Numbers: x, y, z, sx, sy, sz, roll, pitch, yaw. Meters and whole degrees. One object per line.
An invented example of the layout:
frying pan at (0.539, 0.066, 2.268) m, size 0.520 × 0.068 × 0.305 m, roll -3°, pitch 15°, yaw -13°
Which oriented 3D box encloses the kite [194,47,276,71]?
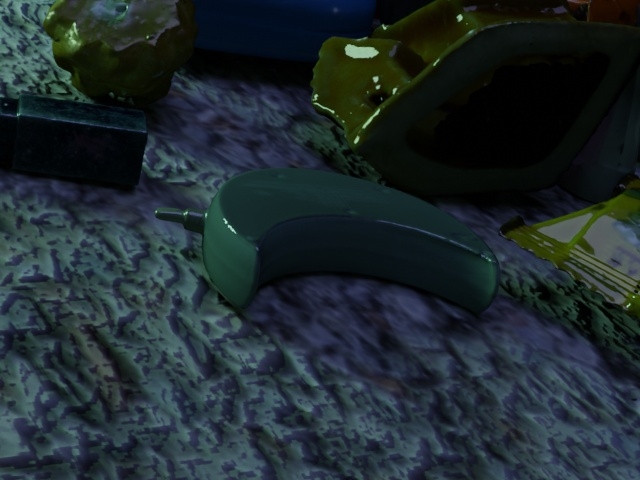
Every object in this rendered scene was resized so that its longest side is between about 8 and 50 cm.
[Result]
kite at (-0.100, -0.204, 1.662) m, size 0.160 × 0.010 × 0.183 m, roll 14°, pitch 21°, yaw 6°

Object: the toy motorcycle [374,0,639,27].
toy motorcycle at (0.212, -0.260, 1.773) m, size 0.325 × 0.148 × 0.221 m, roll 0°, pitch 31°, yaw -3°

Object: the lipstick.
lipstick at (-0.293, -0.092, 1.265) m, size 0.312 × 0.051 × 0.051 m, roll 7°, pitch 27°, yaw -13°

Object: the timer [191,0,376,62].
timer at (-0.116, -0.285, 1.690) m, size 0.309 × 0.115 × 0.340 m, roll 6°, pitch 22°, yaw -25°

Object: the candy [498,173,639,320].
candy at (0.286, 0.003, 1.363) m, size 0.187 × 0.081 × 0.297 m, roll 28°, pitch 27°, yaw 22°

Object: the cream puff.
cream puff at (-0.176, -0.176, 1.451) m, size 0.146 × 0.116 × 0.146 m, roll 3°, pitch 54°, yaw -4°

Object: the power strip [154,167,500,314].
power strip at (0.000, 0.000, 1.236) m, size 0.253 × 0.054 × 0.167 m, roll 4°, pitch 25°, yaw -25°

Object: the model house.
model house at (0.117, -0.159, 1.494) m, size 0.268 × 0.173 × 0.239 m, roll 1°, pitch 27°, yaw -25°

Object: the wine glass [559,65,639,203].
wine glass at (0.274, -0.118, 1.526) m, size 0.073 × 0.155 × 0.073 m, roll 11°, pitch 23°, yaw -5°
